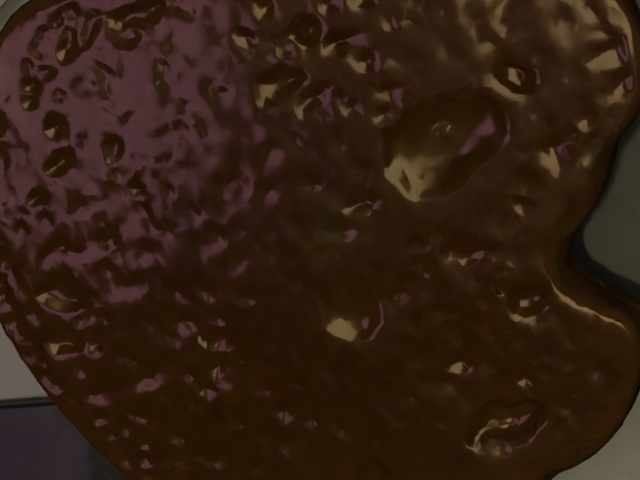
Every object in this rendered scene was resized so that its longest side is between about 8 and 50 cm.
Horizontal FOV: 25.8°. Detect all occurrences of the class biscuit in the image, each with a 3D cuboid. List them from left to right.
[{"bbox_3d":[0.000,0.000,0.667,0.351,0.057,0.312,-17,102,22],"label":"biscuit"}]

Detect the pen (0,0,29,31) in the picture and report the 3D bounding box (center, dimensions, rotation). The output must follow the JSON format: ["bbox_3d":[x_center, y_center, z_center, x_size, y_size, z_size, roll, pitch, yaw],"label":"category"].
[{"bbox_3d":[-0.187,-0.086,0.747,0.028,0.028,0.239,44,100,8],"label":"pen"}]
